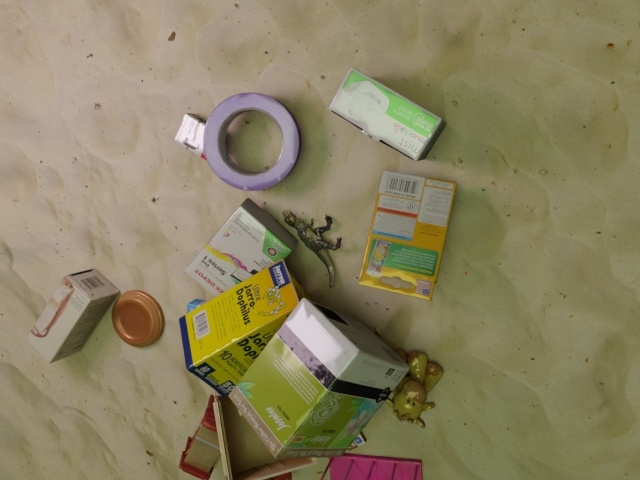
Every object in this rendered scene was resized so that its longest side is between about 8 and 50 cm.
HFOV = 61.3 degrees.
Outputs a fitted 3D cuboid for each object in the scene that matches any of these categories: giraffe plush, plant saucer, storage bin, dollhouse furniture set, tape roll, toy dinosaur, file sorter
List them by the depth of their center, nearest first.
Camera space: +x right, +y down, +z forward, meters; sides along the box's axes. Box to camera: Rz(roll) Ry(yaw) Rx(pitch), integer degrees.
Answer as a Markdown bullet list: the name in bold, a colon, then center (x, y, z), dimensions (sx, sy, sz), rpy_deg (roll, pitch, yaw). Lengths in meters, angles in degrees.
- **giraffe plush**: center (0.251, 0.436, 1.538), dimensions (0.181, 0.170, 0.210), rpy_deg (5, 100, 15)
- **tape roll**: center (-0.195, -0.284, 1.562), dimensions (0.274, 0.090, 0.275), rpy_deg (1, 101, 3)
- **toy dinosaur**: center (0.000, 0.000, 1.601), dimensions (0.118, 0.064, 0.268), rpy_deg (-35, 90, 24)
- **file sorter**: center (0.152, 0.784, 1.615), dimensions (0.290, 0.182, 0.202), rpy_deg (-1, 98, 16)
- **storage bin**: center (-0.172, 0.560, 1.619), dimensions (0.262, 0.123, 0.261), rpy_deg (-8, 84, -19)
- **dollhouse furniture set**: center (-0.246, 0.694, 1.754), dimensions (0.374, 0.152, 0.201), rpy_deg (29, 105, -8)
- **plant saucer**: center (-0.626, 0.269, 1.829), dimensions (0.199, 0.037, 0.200), rpy_deg (3, 100, 15)

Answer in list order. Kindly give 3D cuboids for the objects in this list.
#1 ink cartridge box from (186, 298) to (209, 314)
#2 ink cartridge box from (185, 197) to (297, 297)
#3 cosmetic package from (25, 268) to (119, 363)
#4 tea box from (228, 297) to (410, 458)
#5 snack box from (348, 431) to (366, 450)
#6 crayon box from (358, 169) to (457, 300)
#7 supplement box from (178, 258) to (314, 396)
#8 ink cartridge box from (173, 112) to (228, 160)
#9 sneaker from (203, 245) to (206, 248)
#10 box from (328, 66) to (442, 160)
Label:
- **ink cartridge box**: center (-0.337, 0.258, 1.733), dimensions (0.180, 0.060, 0.104), rpy_deg (9, 100, 14)
- **ink cartridge box**: center (-0.238, 0.045, 1.623), dimensions (0.201, 0.117, 0.278), rpy_deg (41, 107, -8)
- **cosmetic package**: center (-0.839, 0.252, 1.828), dimensions (0.129, 0.153, 0.296), rpy_deg (40, 105, 8)
- **tea box**: center (0.006, 0.367, 1.403), dimensions (0.220, 0.329, 0.324), rpy_deg (41, 96, 36)
- **snack box**: center (0.071, 0.564, 1.686), dimensions (0.064, 0.022, 0.178), rpy_deg (-32, 89, 17)
- **crayon box**: center (0.237, -0.013, 1.471), dimensions (0.203, 0.083, 0.323), rpy_deg (12, 83, 13)
- **supplement box**: center (-0.194, 0.252, 1.545), dimensions (0.356, 0.195, 0.194), rpy_deg (-30, 134, 5)
- **ink cartridge box**: center (-0.367, -0.315, 1.653), dimensions (0.135, 0.056, 0.099), rpy_deg (30, 106, 9)
- **sneaker**: center (-0.337, 0.043, 1.715), dimensions (0.083, 0.031, 0.035), rpy_deg (43, 107, 6)
- **box**: center (0.180, -0.321, 1.408), dimensions (0.262, 0.231, 0.127), rpy_deg (33, 106, 9)
